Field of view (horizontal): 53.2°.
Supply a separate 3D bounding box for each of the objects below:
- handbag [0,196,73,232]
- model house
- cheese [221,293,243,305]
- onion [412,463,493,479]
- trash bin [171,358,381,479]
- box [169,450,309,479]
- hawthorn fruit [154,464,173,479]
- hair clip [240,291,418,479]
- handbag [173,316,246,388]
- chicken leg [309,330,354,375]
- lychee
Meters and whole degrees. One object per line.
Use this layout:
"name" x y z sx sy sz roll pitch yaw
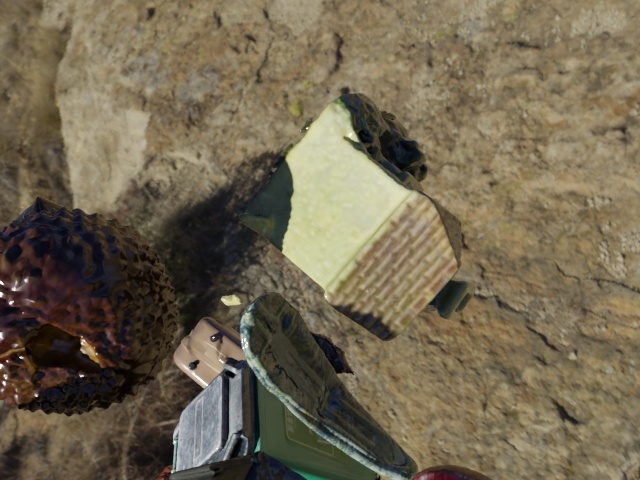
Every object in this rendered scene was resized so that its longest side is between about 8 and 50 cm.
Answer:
"handbag" -0.520 0.023 1.221 0.223 0.247 0.080 -31 64 15
"model house" 0.099 -0.017 0.906 0.266 0.321 0.261 44 100 26
"cheese" -0.290 0.193 2.099 0.083 0.044 0.030 -12 48 45
"onion" 0.339 0.722 1.640 0.273 0.273 0.285 -19 16 26
"trash bin" -0.096 0.449 1.308 0.295 0.381 0.259 -46 31 28
"box" -0.099 0.445 0.843 0.345 0.251 0.204 -39 17 52
"hawthorn fruit" -0.343 0.608 1.561 0.125 0.140 0.125 -5 60 10
"hair clip" 0.007 0.130 0.525 0.036 0.229 0.066 -21 30 37
"handbag" -0.189 0.332 1.579 0.302 0.283 0.149 33 80 16
"chicken leg" -0.038 0.249 1.442 0.234 0.063 0.105 9 55 -6
"lychee" -0.310 0.081 0.795 0.268 0.267 0.267 -19 52 26
